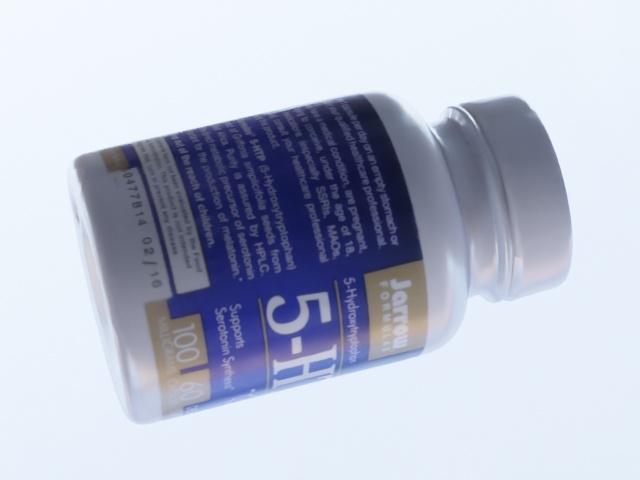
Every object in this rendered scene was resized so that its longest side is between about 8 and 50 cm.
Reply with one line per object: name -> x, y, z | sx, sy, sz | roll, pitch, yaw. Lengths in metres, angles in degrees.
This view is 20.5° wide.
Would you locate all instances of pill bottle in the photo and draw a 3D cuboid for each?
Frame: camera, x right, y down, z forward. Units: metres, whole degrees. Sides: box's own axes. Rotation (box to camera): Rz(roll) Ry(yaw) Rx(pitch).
pill bottle -> 0.000, 0.000, 0.715 | 0.187, 0.112, 0.112 | -14, -128, -10
